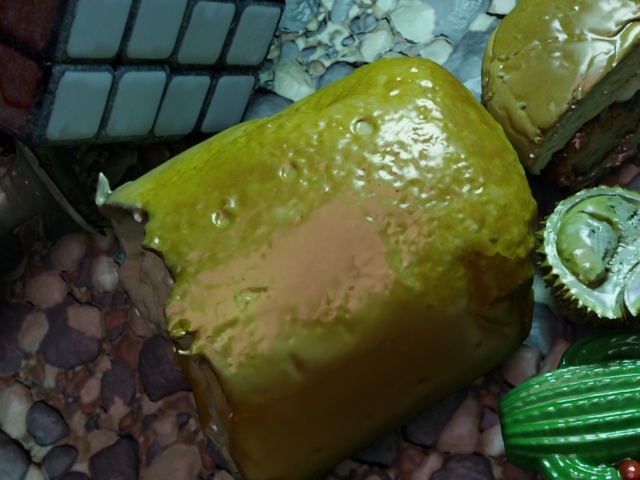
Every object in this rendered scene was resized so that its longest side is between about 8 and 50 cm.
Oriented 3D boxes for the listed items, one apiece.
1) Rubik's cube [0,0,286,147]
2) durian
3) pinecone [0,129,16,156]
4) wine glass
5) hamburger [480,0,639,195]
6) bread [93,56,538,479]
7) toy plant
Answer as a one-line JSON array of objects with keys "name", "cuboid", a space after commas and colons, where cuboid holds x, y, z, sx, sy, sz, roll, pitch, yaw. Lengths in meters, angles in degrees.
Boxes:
[{"name": "Rubik's cube", "cuboid": [-0.243, -0.313, 1.248, 0.344, 0.337, 0.344, 33, 113, 27]}, {"name": "durian", "cuboid": [0.288, 0.011, 1.162, 0.208, 0.102, 0.146, -25, 60, -22]}, {"name": "pinecone", "cuboid": [-0.353, -0.147, 1.414, 0.102, 0.102, 0.109, -20, 97, 7]}, {"name": "wine glass", "cuboid": [-0.410, 0.012, 1.302, 0.357, 0.190, 0.190, -31, 63, 1]}, {"name": "hamburger", "cuboid": [0.273, -0.186, 1.216, 0.245, 0.155, 0.282, -8, 61, 21]}, {"name": "bread", "cuboid": [0.000, 0.000, 1.153, 0.394, 0.250, 0.361, -31, 63, 2]}, {"name": "toy plant", "cuboid": [0.274, 0.143, 1.108, 0.240, 0.088, 0.155, -29, 45, -10]}]
